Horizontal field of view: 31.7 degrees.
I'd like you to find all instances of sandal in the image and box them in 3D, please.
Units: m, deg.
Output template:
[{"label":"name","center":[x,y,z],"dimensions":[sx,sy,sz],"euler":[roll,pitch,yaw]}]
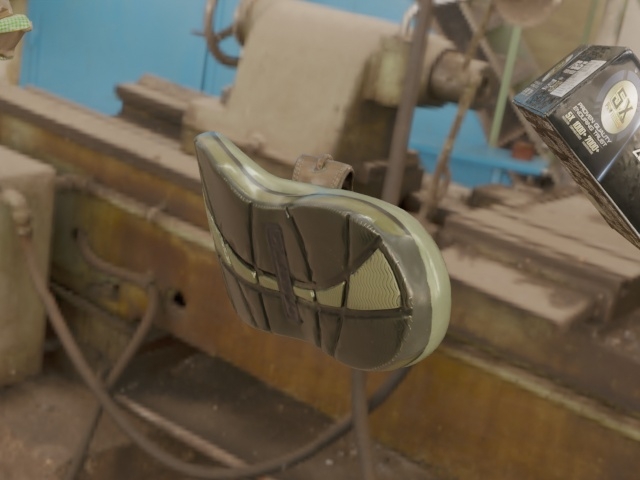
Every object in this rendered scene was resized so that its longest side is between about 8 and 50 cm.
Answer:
[{"label":"sandal","center":[0.001,0.002,0.691],"dimensions":[0.086,0.120,0.303],"euler":[-19,23,-24]}]

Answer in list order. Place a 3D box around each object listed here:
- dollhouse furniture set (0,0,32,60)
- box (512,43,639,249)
[{"label":"dollhouse furniture set","center":[-0.204,-0.145,0.640],"dimensions":[0.076,0.058,0.152],"euler":[-19,-1,-29]},{"label":"box","center":[0.233,-0.072,0.874],"dimensions":[0.147,0.077,0.180],"euler":[51,8,-6]}]
